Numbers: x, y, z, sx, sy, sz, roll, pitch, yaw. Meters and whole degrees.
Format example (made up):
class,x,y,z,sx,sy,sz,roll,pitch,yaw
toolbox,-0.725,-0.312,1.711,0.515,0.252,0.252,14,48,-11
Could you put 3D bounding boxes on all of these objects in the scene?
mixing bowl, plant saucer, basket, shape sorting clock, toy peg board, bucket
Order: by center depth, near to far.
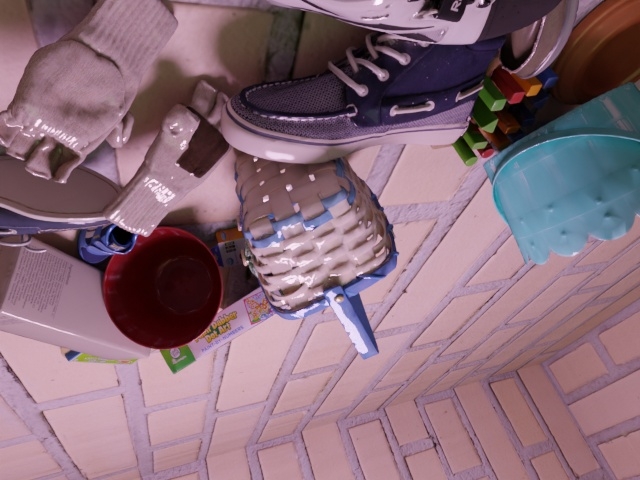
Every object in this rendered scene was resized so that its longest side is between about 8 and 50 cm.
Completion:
class,x,y,z,sx,sy,sz,roll,pitch,yaw
basket,0.000,0.000,0.674,0.201,0.254,0.289,-28,129,8
toy peg board,0.268,-0.188,0.699,0.161,0.079,0.161,-12,148,-14
plant saucer,0.443,-0.280,0.704,0.200,0.037,0.200,-15,147,-10
bucket,0.407,-0.099,0.739,0.281,0.183,0.281,-27,174,-3
mixing bowl,-0.229,0.071,0.740,0.182,0.181,0.098,-23,176,3
shape sorting clock,-0.393,0.197,0.924,0.206,0.040,0.206,-18,152,-10

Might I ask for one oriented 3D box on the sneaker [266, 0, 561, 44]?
class,x,y,z,sx,sy,sz,roll,pitch,yaw
sneaker,0.084,-0.227,0.393,0.331,0.146,0.122,-2,117,-11

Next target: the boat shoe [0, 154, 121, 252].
class,x,y,z,sx,sy,sz,roll,pitch,yaw
boat shoe,-0.361,-0.040,0.533,0.255,0.095,0.079,-1,141,-28

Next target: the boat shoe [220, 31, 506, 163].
class,x,y,z,sx,sy,sz,roll,pitch,yaw
boat shoe,0.055,-0.193,0.544,0.341,0.127,0.158,-13,142,-28

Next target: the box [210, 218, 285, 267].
class,x,y,z,sx,sy,sz,roll,pitch,yaw
box,-0.122,0.005,0.811,0.136,0.028,0.081,-12,147,-11

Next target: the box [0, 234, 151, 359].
class,x,y,z,sx,sy,sz,roll,pitch,yaw
box,-0.370,0.097,0.703,0.094,0.113,0.275,-8,151,19

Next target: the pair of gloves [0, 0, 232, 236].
class,x,y,z,sx,sy,sz,roll,pitch,yaw
pair of gloves,-0.187,-0.117,0.493,0.204,0.042,0.240,-50,151,-8

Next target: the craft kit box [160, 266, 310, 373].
class,x,y,z,sx,sy,sz,roll,pitch,yaw
craft kit box,-0.123,0.126,0.859,0.247,0.061,0.250,-35,176,17

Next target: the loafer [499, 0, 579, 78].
class,x,y,z,sx,sy,sz,roll,pitch,yaw
loafer,0.229,-0.295,0.514,0.088,0.094,0.251,-14,138,-6

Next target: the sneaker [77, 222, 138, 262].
class,x,y,z,sx,sy,sz,roll,pitch,yaw
sneaker,-0.296,-0.004,0.662,0.144,0.059,0.053,-39,146,29
